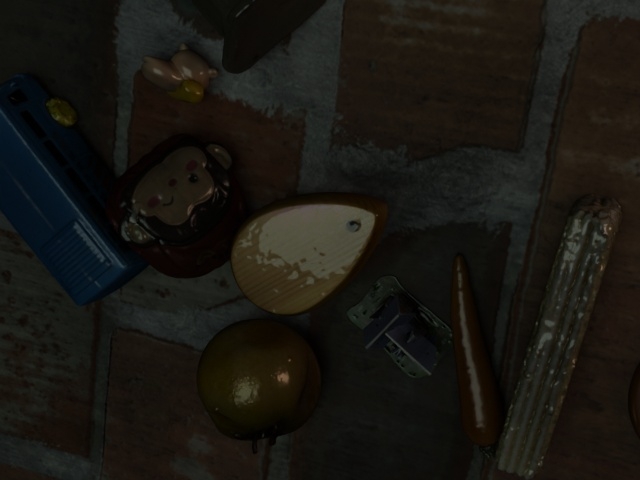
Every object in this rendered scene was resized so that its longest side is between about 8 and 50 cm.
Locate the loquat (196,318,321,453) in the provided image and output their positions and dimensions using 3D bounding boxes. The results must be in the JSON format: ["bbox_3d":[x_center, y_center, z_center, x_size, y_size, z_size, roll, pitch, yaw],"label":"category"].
[{"bbox_3d":[-0.096,0.227,1.855,0.213,0.213,0.213,5,107,17],"label":"loquat"}]

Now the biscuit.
[{"bbox_3d":[0.350,0.142,1.716,0.079,0.144,0.425,17,109,14],"label":"biscuit"}]

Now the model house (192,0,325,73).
[{"bbox_3d":[-0.111,-0.390,1.731,0.229,0.122,0.188,-42,77,10],"label":"model house"}]

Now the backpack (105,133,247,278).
[{"bbox_3d":[-0.218,-0.044,1.839,0.229,0.139,0.229,0,90,-23],"label":"backpack"}]

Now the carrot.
[{"bbox_3d":[0.236,0.185,1.810,0.069,0.069,0.335,-8,100,20],"label":"carrot"}]

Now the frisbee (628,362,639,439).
[{"bbox_3d":[0.588,0.248,1.734,0.251,0.021,0.250,5,108,16],"label":"frisbee"}]

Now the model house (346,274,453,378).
[{"bbox_3d":[0.120,0.150,1.823,0.167,0.088,0.117,45,113,1],"label":"model house"}]

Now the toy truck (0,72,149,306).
[{"bbox_3d":[-0.431,-0.087,1.898,0.161,0.162,0.385,-36,92,25],"label":"toy truck"}]

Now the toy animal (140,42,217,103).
[{"bbox_3d":[-0.221,-0.267,1.829,0.114,0.091,0.082,26,84,-3],"label":"toy animal"}]

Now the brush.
[{"bbox_3d":[0.000,0.000,1.777,0.267,0.166,0.174,-25,95,23],"label":"brush"}]
